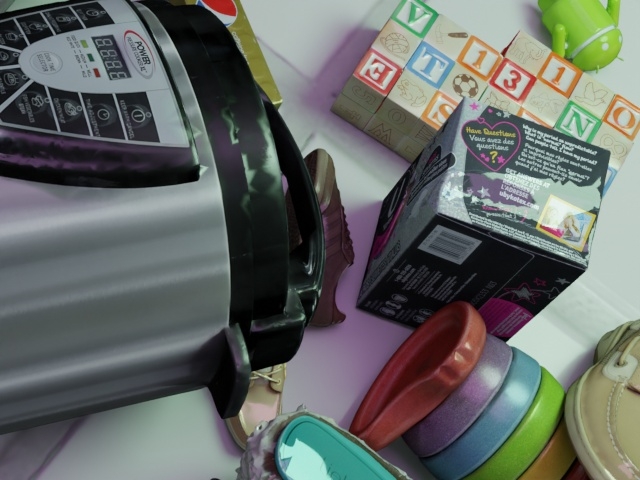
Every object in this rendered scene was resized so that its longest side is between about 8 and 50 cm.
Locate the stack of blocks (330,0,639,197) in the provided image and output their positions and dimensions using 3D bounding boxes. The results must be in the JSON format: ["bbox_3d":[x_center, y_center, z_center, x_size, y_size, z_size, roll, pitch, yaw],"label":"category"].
[{"bbox_3d":[0.184,-0.140,1.813,0.297,0.087,0.171,33,62,-2],"label":"stack of blocks"}]

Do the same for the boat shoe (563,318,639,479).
[{"bbox_3d":[0.323,0.148,1.625,0.121,0.110,0.341,49,26,-9],"label":"boat shoe"}]

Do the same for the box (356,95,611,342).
[{"bbox_3d":[0.156,-0.011,1.659,0.163,0.247,0.142,20,62,-8],"label":"box"}]

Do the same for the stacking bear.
[{"bbox_3d":[0.196,0.208,1.634,0.289,0.175,0.164,41,28,-9],"label":"stacking bear"}]

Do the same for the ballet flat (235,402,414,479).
[{"bbox_3d":[0.087,0.308,1.567,0.409,0.147,0.147,40,62,-3],"label":"ballet flat"}]

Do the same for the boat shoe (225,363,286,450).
[{"bbox_3d":[-0.064,0.122,1.640,0.063,0.059,0.170,1,67,-17],"label":"boat shoe"}]

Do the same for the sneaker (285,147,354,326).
[{"bbox_3d":[0.000,0.000,1.720,0.071,0.066,0.188,20,68,-27],"label":"sneaker"}]

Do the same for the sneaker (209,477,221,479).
[{"bbox_3d":[-0.098,0.344,1.509,0.153,0.101,0.269,-16,71,-20],"label":"sneaker"}]

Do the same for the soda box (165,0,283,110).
[{"bbox_3d":[-0.105,-0.205,1.767,0.061,0.058,0.181,-16,74,-23],"label":"soda box"}]

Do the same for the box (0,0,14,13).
[{"bbox_3d":[-0.359,-0.246,1.701,0.063,0.067,0.324,33,63,0],"label":"box"}]

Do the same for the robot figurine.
[{"bbox_3d":[0.298,-0.243,1.904,0.101,0.067,0.115,-28,79,-28],"label":"robot figurine"}]

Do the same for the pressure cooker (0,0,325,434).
[{"bbox_3d":[-0.210,-0.031,1.494,0.420,0.375,0.370,-10,102,-21],"label":"pressure cooker"}]
